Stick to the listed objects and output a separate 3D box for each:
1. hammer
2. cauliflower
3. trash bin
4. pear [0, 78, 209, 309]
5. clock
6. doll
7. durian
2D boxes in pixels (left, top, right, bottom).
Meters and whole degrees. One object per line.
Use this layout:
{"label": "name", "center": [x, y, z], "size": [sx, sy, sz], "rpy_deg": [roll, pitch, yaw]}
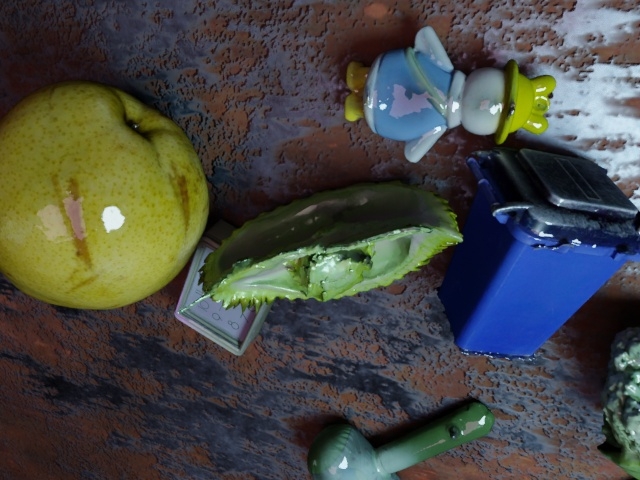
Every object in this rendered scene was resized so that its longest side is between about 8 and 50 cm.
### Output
{"label": "hammer", "center": [0.146, 0.367, 0.842], "size": [0.335, 0.119, 0.206], "rpy_deg": [-37, 100, 24]}
{"label": "cauliflower", "center": [0.460, 0.209, 0.549], "size": [0.315, 0.238, 0.257], "rpy_deg": [20, 137, 63]}
{"label": "trash bin", "center": [0.232, 0.021, 0.589], "size": [0.183, 0.163, 0.235], "rpy_deg": [8, 130, -10]}
{"label": "pear", "center": [-0.309, -0.055, 0.697], "size": [0.313, 0.314, 0.315], "rpy_deg": [9, 118, 17]}
{"label": "clock", "center": [-0.150, 0.080, 0.825], "size": [0.146, 0.071, 0.192], "rpy_deg": [31, 122, 4]}
{"label": "doll", "center": [0.143, -0.165, 0.579], "size": [0.240, 0.099, 0.135], "rpy_deg": [9, 79, 15]}
{"label": "durian", "center": [-0.002, 0.002, 0.655], "size": [0.355, 0.169, 0.158], "rpy_deg": [-16, 82, 15]}
